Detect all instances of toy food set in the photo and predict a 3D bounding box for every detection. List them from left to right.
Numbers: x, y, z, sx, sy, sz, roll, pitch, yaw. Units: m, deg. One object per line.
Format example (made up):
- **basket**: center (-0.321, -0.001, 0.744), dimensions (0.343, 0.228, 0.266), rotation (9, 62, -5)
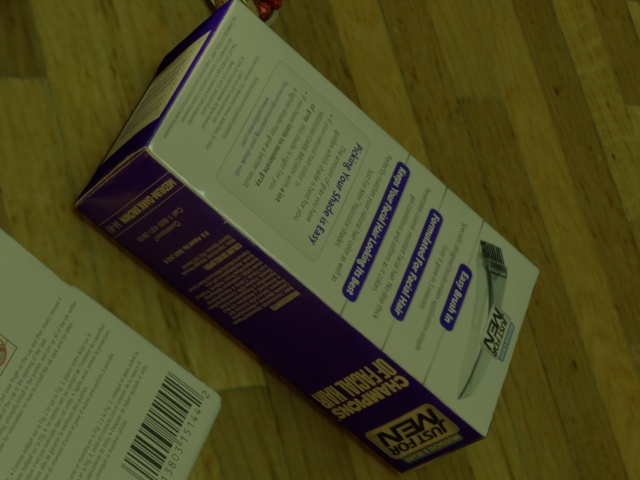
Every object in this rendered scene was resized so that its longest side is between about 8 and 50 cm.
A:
- **toy food set**: center (-0.066, -0.213, 1.379), dimensions (0.083, 0.020, 0.083), rotation (-26, 86, -45)

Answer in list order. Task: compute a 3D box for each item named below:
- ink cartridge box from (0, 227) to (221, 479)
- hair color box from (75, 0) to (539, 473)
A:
- **ink cartridge box**: center (-0.221, 0.141, 1.019), dimensions (0.261, 0.066, 0.296), rotation (40, 46, -17)
- **hair color box**: center (0.000, 0.000, 1.261), dimensions (0.339, 0.110, 0.185), rotation (40, 46, -16)
